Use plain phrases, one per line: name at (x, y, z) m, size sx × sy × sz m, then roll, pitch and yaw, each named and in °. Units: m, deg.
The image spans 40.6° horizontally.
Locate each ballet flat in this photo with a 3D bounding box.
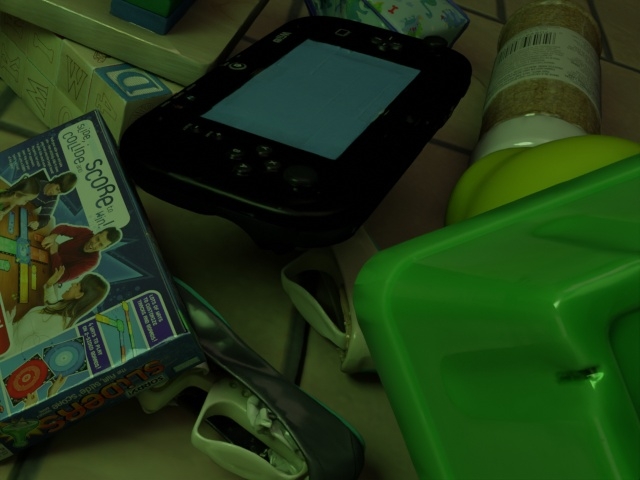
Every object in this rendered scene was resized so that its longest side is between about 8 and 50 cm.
ballet flat at (0.000, 0.000, 0.654) m, size 0.086 × 0.086 × 0.248 m, roll -3°, pitch 46°, yaw -29°
ballet flat at (-0.065, 0.088, 0.520) m, size 0.203 × 0.074 × 0.074 m, roll 37°, pitch 40°, yaw 14°

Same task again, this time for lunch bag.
lunch bag at (0.062, -0.250, 0.957) m, size 0.129 × 0.096 × 0.151 m, roll -23°, pitch 67°, yaw -42°

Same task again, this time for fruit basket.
fruit basket at (0.207, 0.052, 0.550) m, size 0.392 × 0.392 × 0.282 m, roll -19°, pitch 88°, yaw -40°

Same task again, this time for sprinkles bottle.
sprinkles bottle at (0.225, -0.131, 0.876) m, size 0.121 × 0.121 × 0.355 m, roll 23°, pitch 38°, yaw 1°

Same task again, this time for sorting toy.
sorting toy at (-0.167, -0.263, 0.719) m, size 0.257 × 0.089 × 0.255 m, roll 22°, pitch 38°, yaw -1°

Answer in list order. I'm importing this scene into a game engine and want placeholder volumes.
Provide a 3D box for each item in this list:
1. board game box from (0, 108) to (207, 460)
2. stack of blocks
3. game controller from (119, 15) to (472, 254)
board game box at (-0.166, 0.018, 0.526) m, size 0.136 × 0.035 × 0.201 m, roll -25°, pitch 53°, yaw -5°
stack of blocks at (-0.192, -0.183, 0.758) m, size 0.171 × 0.087 × 0.297 m, roll -22°, pitch 56°, yaw -42°
game controller at (-0.002, -0.097, 0.633) m, size 0.167 × 0.067 × 0.319 m, roll 27°, pitch 37°, yaw 11°
